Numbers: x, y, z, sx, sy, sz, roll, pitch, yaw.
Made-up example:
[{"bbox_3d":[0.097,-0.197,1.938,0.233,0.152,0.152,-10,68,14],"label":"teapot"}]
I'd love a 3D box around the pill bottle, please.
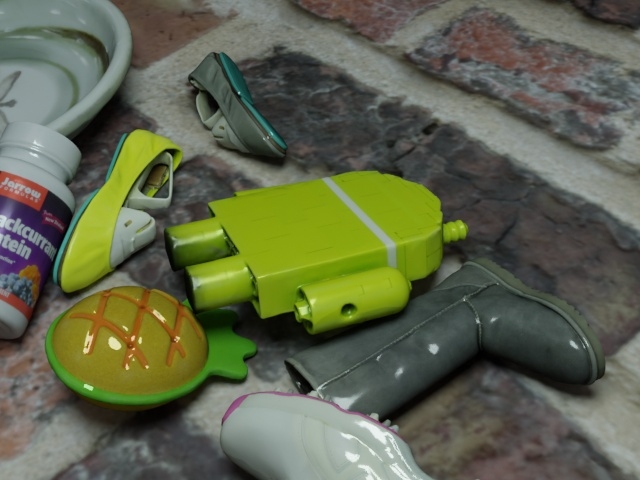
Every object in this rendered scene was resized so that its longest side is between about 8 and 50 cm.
[{"bbox_3d":[-0.301,-0.013,0.916,0.108,0.108,0.193,8,65,17],"label":"pill bottle"}]

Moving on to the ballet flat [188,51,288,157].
[{"bbox_3d":[-0.100,-0.142,1.097,0.068,0.072,0.213,-39,44,8],"label":"ballet flat"}]

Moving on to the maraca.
[{"bbox_3d":[-0.145,0.091,0.833,0.186,0.099,0.127,-5,45,-34],"label":"maraca"}]

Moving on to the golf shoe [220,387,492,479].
[{"bbox_3d":[0.035,0.207,0.670,0.306,0.115,0.140,21,54,29],"label":"golf shoe"}]

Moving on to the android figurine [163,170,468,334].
[{"bbox_3d":[0.000,0.000,0.886,0.273,0.056,0.248,-13,28,-18],"label":"android figurine"}]

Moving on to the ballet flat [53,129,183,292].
[{"bbox_3d":[-0.199,-0.034,0.988,0.077,0.077,0.231,13,45,3],"label":"ballet flat"}]

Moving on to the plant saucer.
[{"bbox_3d":[-0.412,-0.168,1.139,0.401,0.100,0.400,-4,43,4],"label":"plant saucer"}]

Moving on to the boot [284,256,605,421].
[{"bbox_3d":[0.099,0.103,0.792,0.209,0.076,0.190,-23,31,-24],"label":"boot"}]
